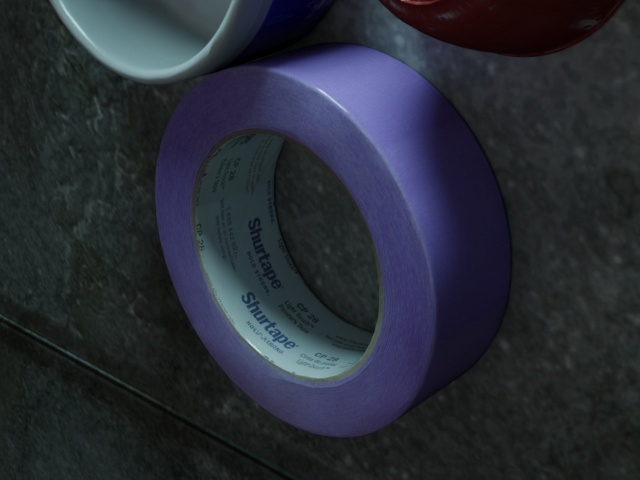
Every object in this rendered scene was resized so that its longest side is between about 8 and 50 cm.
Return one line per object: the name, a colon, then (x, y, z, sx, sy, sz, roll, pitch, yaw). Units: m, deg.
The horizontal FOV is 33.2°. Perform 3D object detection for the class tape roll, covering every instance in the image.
tape roll: (0.000, 0.000, 0.781, 0.274, 0.090, 0.275, 21, 122, 37)

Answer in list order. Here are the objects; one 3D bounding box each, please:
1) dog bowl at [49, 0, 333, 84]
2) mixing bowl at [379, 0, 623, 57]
dog bowl: (-0.102, -0.249, 0.756, 0.265, 0.104, 0.265, 21, 122, 38)
mixing bowl: (0.082, -0.183, 0.606, 0.181, 0.098, 0.181, 22, 124, 37)
